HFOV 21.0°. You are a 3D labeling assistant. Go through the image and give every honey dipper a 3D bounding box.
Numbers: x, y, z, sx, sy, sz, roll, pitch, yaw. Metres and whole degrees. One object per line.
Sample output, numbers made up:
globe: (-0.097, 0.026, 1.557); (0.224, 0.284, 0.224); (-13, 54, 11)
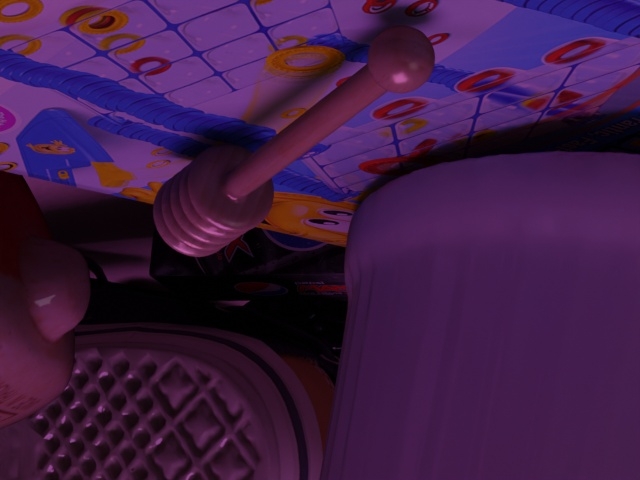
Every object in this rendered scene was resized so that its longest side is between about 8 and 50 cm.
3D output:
honey dipper: (-0.010, -0.028, 0.518); (0.030, 0.030, 0.160); (10, 161, -22)

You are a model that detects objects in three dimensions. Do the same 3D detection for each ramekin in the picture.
ramekin: (0.129, 0.086, 0.609); (0.277, 0.135, 0.277); (14, 163, 4)

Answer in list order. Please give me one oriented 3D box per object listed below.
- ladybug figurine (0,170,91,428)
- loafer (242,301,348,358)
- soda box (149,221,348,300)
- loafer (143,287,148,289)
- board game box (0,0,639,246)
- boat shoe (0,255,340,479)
ladybug figurine: (-0.311, -0.001, 0.762); (0.449, 0.162, 0.305); (1, 164, 11)
loafer: (0.058, 0.066, 1.075); (0.223, 0.076, 0.078); (-1, 157, 2)
soda box: (0.000, 0.000, 0.894); (0.168, 0.053, 0.060); (-1, 163, 16)
loafer: (-0.068, 0.082, 1.196); (0.080, 0.078, 0.220); (34, 173, 37)
board game box: (0.035, -0.079, 0.542); (0.302, 0.086, 0.308); (13, 162, -28)
boat shoe: (-0.172, 0.103, 1.024); (0.500, 0.187, 0.156); (4, -178, 37)
